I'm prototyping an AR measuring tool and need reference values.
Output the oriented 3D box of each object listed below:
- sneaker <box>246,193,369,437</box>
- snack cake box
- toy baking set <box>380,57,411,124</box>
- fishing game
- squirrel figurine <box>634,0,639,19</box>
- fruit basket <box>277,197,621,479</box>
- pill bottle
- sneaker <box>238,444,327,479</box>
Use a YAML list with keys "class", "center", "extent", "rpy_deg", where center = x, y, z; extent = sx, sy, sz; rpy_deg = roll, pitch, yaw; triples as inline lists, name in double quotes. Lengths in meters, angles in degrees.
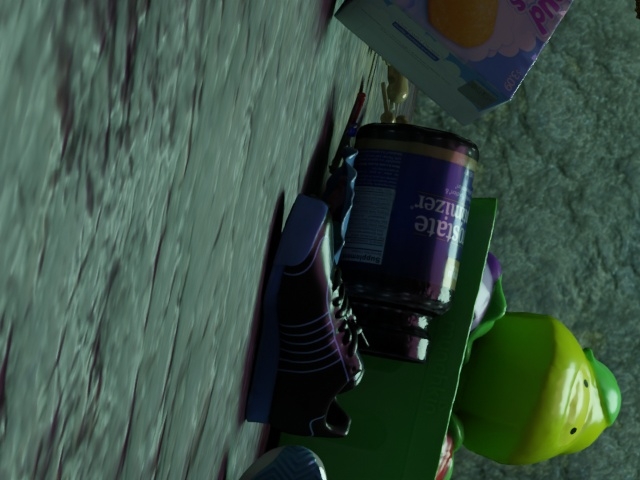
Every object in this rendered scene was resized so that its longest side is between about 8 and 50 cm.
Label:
- class: "sneaker"
  center: [-0.001, 0.067, 1.493]
  extent: [0.081, 0.090, 0.232]
  rpy_deg: [-72, 173, -53]
- class: "snack cake box"
  center: [0.149, -0.249, 1.547]
  extent: [0.264, 0.152, 0.089]
  rpy_deg: [-56, -168, -23]
- class: "toy baking set"
  center: [0.092, -0.199, 2.115]
  extent: [0.256, 0.030, 0.196]
  rpy_deg: [-70, 159, -73]
- class: "fishing game"
  center: [0.000, 0.000, 1.690]
  extent: [0.189, 0.041, 0.264]
  rpy_deg: [110, -10, -58]
- class: "squirrel figurine"
  center: [0.386, -0.325, 1.716]
  extent: [0.397, 0.281, 0.370]
  rpy_deg: [-64, -172, -7]
- class: "fruit basket"
  center: [0.155, 0.146, 1.921]
  extent: [0.283, 0.392, 0.392]
  rpy_deg: [100, 2, -85]
- class: "pill bottle"
  center: [0.076, 0.004, 1.748]
  extent: [0.123, 0.123, 0.219]
  rpy_deg: [64, 36, -83]
- class: "sneaker"
  center: [-0.047, 0.247, 1.546]
  extent: [0.092, 0.087, 0.228]
  rpy_deg: [-83, -172, -50]
